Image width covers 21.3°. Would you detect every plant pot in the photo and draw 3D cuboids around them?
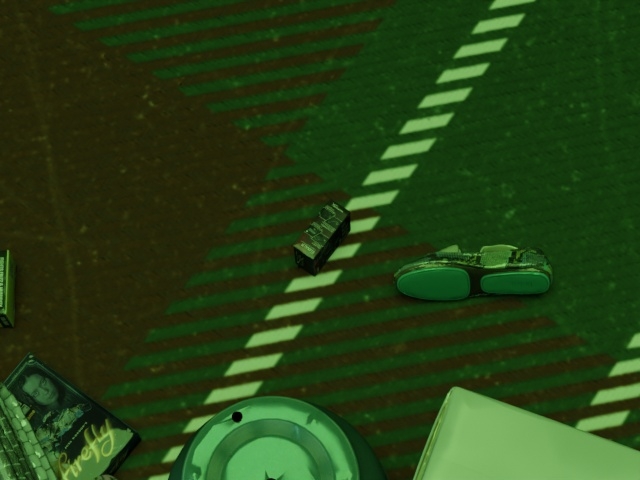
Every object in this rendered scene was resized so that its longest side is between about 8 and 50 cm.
[{"bbox_3d":[-0.049,0.283,1.818,0.271,0.255,0.272,-1,69,2],"label":"plant pot"}]

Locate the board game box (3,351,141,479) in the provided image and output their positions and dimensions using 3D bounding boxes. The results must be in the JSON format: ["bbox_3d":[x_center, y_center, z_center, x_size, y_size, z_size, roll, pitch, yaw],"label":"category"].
[{"bbox_3d":[-0.345,0.271,1.944,0.165,0.042,0.243,34,74,13],"label":"board game box"}]

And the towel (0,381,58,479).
[{"bbox_3d":[-0.394,0.314,1.820,0.235,0.121,0.284,-31,67,4],"label":"towel"}]

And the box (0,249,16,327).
[{"bbox_3d":[-0.481,0.061,2.019,0.232,0.058,0.087,-1,70,1],"label":"box"}]

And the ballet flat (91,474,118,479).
[{"bbox_3d":[-0.265,0.367,1.873,0.077,0.079,0.221,32,78,-23],"label":"ballet flat"}]

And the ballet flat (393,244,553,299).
[{"bbox_3d":[0.180,0.034,2.018,0.188,0.070,0.070,2,69,0],"label":"ballet flat"}]

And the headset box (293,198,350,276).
[{"bbox_3d":[0.000,0.000,2.028,0.032,0.062,0.083,35,75,14],"label":"headset box"}]

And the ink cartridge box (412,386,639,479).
[{"bbox_3d":[0.227,0.311,1.730,0.279,0.385,0.160,19,71,8],"label":"ink cartridge box"}]
